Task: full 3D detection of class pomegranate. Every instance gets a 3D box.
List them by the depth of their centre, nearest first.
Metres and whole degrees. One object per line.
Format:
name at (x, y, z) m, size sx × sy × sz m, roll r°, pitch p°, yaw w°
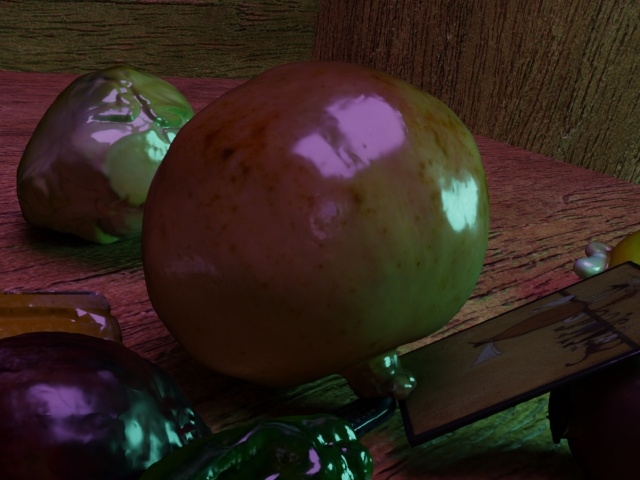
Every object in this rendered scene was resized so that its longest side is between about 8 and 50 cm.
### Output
pomegranate at (0.000, 0.000, 0.891) m, size 0.412 × 0.411 × 0.411 m, roll 9°, pitch 19°, yaw -3°

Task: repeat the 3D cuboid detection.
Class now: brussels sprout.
brussels sprout at (-0.325, -0.122, 1.254) m, size 0.268 × 0.344 × 0.344 m, roll 41°, pitch 4°, yaw -28°

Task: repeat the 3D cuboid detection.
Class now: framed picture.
framed picture at (0.242, 0.116, 0.884) m, size 0.339 × 0.014 × 0.255 m, roll -23°, pitch 9°, yaw 5°

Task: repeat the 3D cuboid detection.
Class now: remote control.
remote control at (0.029, 0.201, 0.849) m, size 0.043 × 0.027 × 0.152 m, roll 29°, pitch 27°, yaw 35°

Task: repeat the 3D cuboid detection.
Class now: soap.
soap at (-0.305, 0.121, 0.712) m, size 0.258 × 0.080 × 0.160 m, roll 4°, pitch 40°, yaw -41°

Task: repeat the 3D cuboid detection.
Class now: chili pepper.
chili pepper at (-0.058, 0.163, 0.463) m, size 0.099 × 0.083 × 0.253 m, roll 44°, pitch 29°, yaw 17°

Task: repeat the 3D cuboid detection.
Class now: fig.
fig at (-0.195, 0.166, 0.554) m, size 0.263 × 0.224 × 0.224 m, roll 9°, pitch 19°, yaw -9°

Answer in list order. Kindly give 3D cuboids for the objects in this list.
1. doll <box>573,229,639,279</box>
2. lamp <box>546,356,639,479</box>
doll at (0.566, 0.096, 1.260) m, size 0.423 × 0.161 × 0.348 m, roll 0°, pitch 34°, yaw -26°
lamp at (0.376, 0.185, 0.837) m, size 0.258 × 0.180 × 0.180 m, roll 7°, pitch 19°, yaw -4°
